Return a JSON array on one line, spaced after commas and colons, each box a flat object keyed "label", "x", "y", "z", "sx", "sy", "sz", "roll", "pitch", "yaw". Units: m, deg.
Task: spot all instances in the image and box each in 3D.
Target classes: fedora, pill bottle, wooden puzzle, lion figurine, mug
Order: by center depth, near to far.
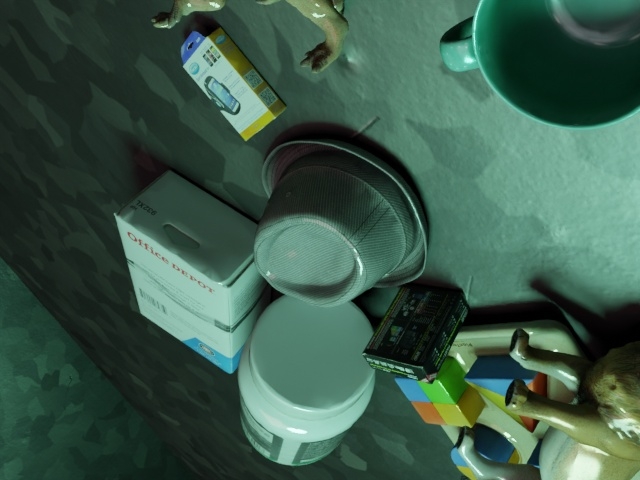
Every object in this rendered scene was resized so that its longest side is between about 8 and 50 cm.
[{"label": "mug", "x": 0.174, "y": -0.162, "z": 0.432, "sx": 0.158, "sy": 0.097, "sz": 0.129, "roll": 30, "pitch": 147, "yaw": 18}, {"label": "lion figurine", "x": 0.290, "y": 0.245, "z": 0.685, "sx": 0.240, "sy": 0.142, "sz": 0.392, "roll": 20, "pitch": 127, "yaw": 4}, {"label": "fedora", "x": 0.000, "y": 0.000, "z": 0.783, "sx": 0.275, "sy": 0.124, "sz": 0.243, "roll": -12, "pitch": 121, "yaw": 52}, {"label": "wooden puzzle", "x": 0.259, "y": 0.255, "z": 0.865, "sx": 0.348, "sy": 0.080, "sz": 0.322, "roll": 51, "pitch": 146, "yaw": -16}, {"label": "pill bottle", "x": -0.026, "y": 0.223, "z": 0.975, "sx": 0.204, "sy": 0.204, "sz": 0.361, "roll": 34, "pitch": 153, "yaw": 10}]

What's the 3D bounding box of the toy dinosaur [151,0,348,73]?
[{"label": "toy dinosaur", "x": -0.040, "y": -0.269, "z": 0.510, "sx": 0.296, "sy": 0.127, "sz": 0.200, "roll": 23, "pitch": 137, "yaw": 16}]

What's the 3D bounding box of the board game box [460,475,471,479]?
[{"label": "board game box", "x": 0.272, "y": 0.400, "z": 1.010, "sx": 0.090, "sy": 0.020, "sz": 0.090, "roll": -3, "pitch": 168, "yaw": 14}]

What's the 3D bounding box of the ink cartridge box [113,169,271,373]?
[{"label": "ink cartridge box", "x": -0.205, "y": 0.063, "z": 1.066, "sx": 0.223, "sy": 0.129, "sz": 0.307, "roll": 31, "pitch": 147, "yaw": 15}]

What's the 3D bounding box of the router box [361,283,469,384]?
[{"label": "router box", "x": 0.123, "y": 0.117, "z": 0.798, "sx": 0.092, "sy": 0.122, "sz": 0.038, "roll": 7, "pitch": 141, "yaw": 41}]

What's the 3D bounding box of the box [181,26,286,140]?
[{"label": "box", "x": -0.110, "y": -0.193, "z": 0.756, "sx": 0.136, "sy": 0.028, "sz": 0.081, "roll": 51, "pitch": 146, "yaw": -12}]
